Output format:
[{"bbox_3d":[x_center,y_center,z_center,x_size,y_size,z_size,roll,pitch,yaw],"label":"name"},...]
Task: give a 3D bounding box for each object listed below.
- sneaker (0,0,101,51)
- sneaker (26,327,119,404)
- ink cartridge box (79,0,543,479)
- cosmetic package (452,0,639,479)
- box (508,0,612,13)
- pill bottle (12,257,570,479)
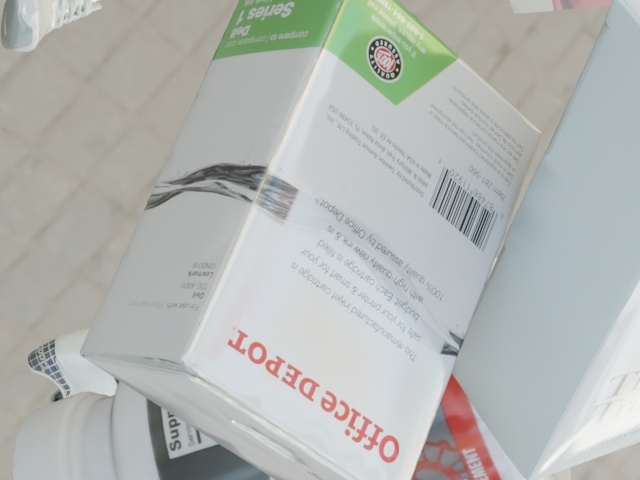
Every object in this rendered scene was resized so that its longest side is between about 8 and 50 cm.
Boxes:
[{"bbox_3d":[-0.170,-0.165,1.225,0.061,0.152,0.053,15,122,-7],"label":"sneaker"},{"bbox_3d":[-0.191,0.177,1.720,0.095,0.090,0.235,-17,119,-5],"label":"sneaker"},{"bbox_3d":[0.000,0.000,0.942,0.160,0.092,0.219,38,66,-36],"label":"ink cartridge box"},{"bbox_3d":[0.279,-0.035,1.023,0.377,0.097,0.284,-16,144,-28],"label":"cosmetic package"},{"bbox_3d":[0.262,-0.284,1.586,0.127,0.232,0.148,39,51,-69],"label":"box"},{"bbox_3d":[-0.021,0.149,1.372,0.363,0.210,0.210,-20,145,15],"label":"pill bottle"}]
